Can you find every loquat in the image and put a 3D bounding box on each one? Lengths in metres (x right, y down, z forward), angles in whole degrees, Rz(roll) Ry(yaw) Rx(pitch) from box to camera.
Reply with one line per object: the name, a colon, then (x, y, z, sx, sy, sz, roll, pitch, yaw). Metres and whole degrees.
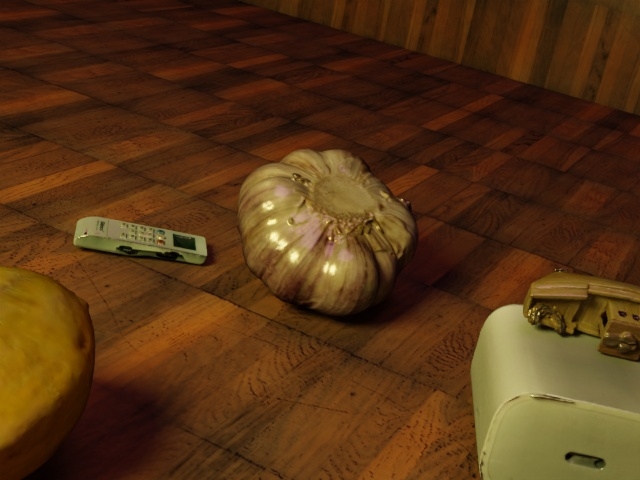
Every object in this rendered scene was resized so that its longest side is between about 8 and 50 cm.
loquat: (-0.284, 0.115, 0.770, 0.187, 0.176, 0.234, -22, 13, 47)

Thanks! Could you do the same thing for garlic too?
garlic: (0.000, 0.000, 1.205, 0.245, 0.160, 0.245, 18, 39, -15)

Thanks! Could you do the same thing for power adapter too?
power adapter: (0.252, 0.156, 0.990, 0.187, 0.124, 0.255, 13, 22, 0)

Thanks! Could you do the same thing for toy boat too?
toy boat: (0.303, 0.081, 0.955, 0.206, 0.064, 0.072, 13, 37, 2)

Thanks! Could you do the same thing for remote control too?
remote control: (-0.230, 0.002, 1.243, 0.166, 0.029, 0.065, 11, 21, -14)
